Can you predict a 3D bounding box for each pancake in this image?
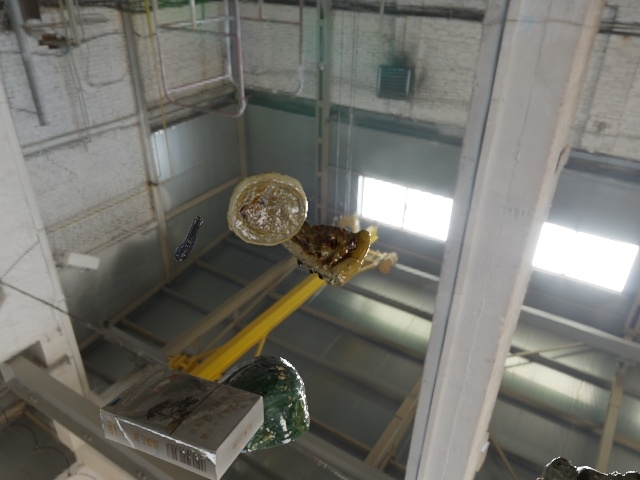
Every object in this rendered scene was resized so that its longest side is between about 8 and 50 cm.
[{"bbox_3d":[-0.095,-0.053,0.919,0.152,0.151,0.025,-8,-147,-15],"label":"pancake"}]

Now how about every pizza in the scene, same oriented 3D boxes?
[{"bbox_3d":[-0.001,0.000,1.008,0.194,0.069,0.154,21,-130,17],"label":"pizza"}]

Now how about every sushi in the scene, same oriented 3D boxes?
[{"bbox_3d":[0.609,0.571,1.132,0.130,0.124,0.332,-38,-164,-35],"label":"sushi"}]

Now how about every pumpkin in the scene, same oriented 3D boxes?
[{"bbox_3d":[-0.174,0.417,1.369,0.264,0.196,0.293,-12,180,-27],"label":"pumpkin"}]

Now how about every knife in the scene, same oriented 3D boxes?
[{"bbox_3d":[-0.292,-0.004,1.134,0.031,0.121,0.018,23,-163,-17],"label":"knife"}]

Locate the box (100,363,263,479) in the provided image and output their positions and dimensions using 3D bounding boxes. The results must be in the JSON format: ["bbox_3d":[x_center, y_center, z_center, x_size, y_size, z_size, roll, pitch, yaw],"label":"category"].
[{"bbox_3d":[-0.235,0.302,0.878,0.233,0.067,0.149,10,-160,21],"label":"box"}]
